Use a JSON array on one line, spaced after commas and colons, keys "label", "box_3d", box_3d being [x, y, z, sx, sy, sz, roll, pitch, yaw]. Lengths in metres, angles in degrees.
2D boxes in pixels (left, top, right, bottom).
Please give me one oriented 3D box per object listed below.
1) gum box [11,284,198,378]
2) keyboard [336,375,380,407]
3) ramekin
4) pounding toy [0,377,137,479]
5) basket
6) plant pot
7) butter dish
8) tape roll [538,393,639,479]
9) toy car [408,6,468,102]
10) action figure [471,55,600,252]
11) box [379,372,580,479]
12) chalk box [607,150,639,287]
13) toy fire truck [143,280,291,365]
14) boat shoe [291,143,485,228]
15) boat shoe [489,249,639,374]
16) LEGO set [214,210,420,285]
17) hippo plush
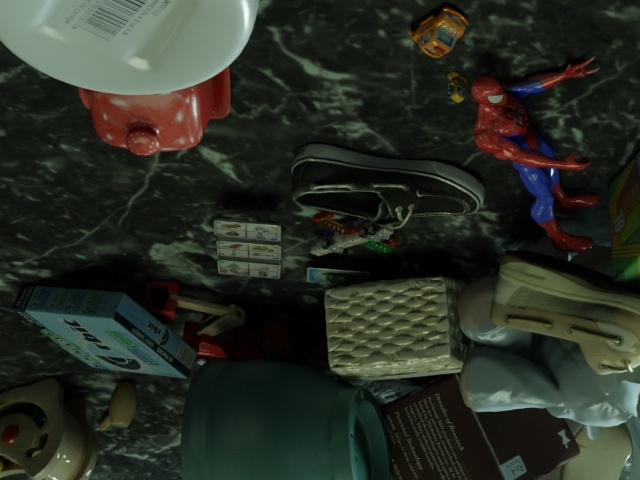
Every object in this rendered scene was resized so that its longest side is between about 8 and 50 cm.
[{"label": "gum box", "box_3d": [-0.271, 0.114, 2.160, 0.184, 0.041, 0.157, 2, 150, 39]}, {"label": "keyboard", "box_3d": [-0.010, 0.266, 2.312, 0.108, 0.180, 0.023, 38, 171, 20]}, {"label": "ramekin", "box_3d": [-0.179, -0.253, 1.552, 0.277, 0.135, 0.277, 3, 147, 2]}, {"label": "pounding toy", "box_3d": [-0.369, 0.295, 2.402, 0.269, 0.154, 0.155, -16, 142, 29]}, {"label": "basket", "box_3d": [0.092, 0.106, 2.069, 0.167, 0.113, 0.103, -7, 170, 18]}, {"label": "plant pot", "box_3d": [-0.025, 0.279, 2.125, 0.196, 0.293, 0.293, -10, 145, 18]}, {"label": "butter dish", "box_3d": [-0.175, -0.140, 1.742, 0.160, 0.118, 0.160, 3, 148, 1]}, {"label": "tape roll", "box_3d": [0.389, 0.309, 2.221, 0.100, 0.286, 0.286, 21, 143, -26]}, {"label": "toy car", "box_3d": [0.135, -0.181, 1.716, 0.060, 0.040, 0.122, -15, 142, 27]}, {"label": "action figure", "box_3d": [0.253, -0.094, 1.795, 0.139, 0.091, 0.280, -9, 146, 31]}, {"label": "box", "box_3d": [0.185, 0.254, 2.213, 0.203, 0.167, 0.168, -31, 172, 41]}, {"label": "chalk box", "box_3d": [0.410, -0.046, 1.812, 0.132, 0.132, 0.213, 13, 145, -14]}, {"label": "toy fire truck", "box_3d": [-0.130, 0.110, 2.188, 0.192, 0.047, 0.135, 6, 148, -2]}, {"label": "boat shoe", "box_3d": [0.074, -0.047, 1.901, 0.219, 0.070, 0.078, 9, 147, -7]}, {"label": "boat shoe", "box_3d": [0.325, 0.096, 1.873, 0.302, 0.098, 0.109, 19, -170, 28]}, {"label": "LEGO set", "box_3d": [0.000, 0.000, 2.028, 0.244, 0.060, 0.182, 5, 159, 1]}, {"label": "hippo plush", "box_3d": [0.318, 0.122, 2.057, 0.294, 0.234, 0.236, 19, -178, 18]}]
